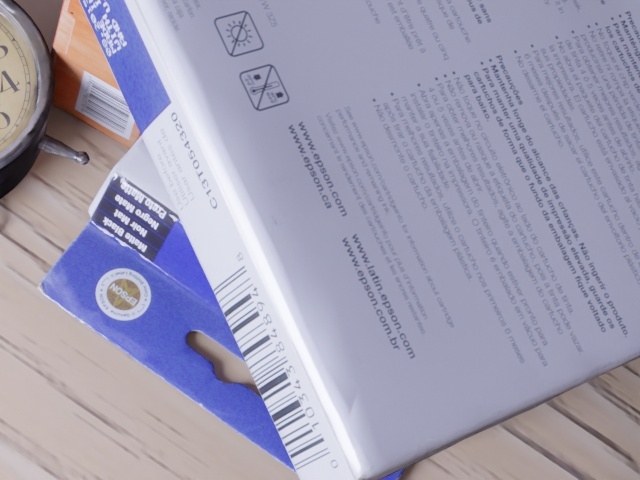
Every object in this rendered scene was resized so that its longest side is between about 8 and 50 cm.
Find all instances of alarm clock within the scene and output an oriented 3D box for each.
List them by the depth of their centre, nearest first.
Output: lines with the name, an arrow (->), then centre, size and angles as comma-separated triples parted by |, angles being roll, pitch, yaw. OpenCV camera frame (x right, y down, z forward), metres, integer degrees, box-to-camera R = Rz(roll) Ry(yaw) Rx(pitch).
alarm clock -> -0.217, -0.091, 1.035 | 0.129, 0.064, 0.192 | -28, 76, -24

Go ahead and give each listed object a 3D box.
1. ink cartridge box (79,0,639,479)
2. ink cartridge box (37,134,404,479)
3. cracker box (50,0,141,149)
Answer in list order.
ink cartridge box -> 0.070, -0.081, 0.961 | 0.330, 0.071, 0.324 | -20, 80, -31
ink cartridge box -> 0.000, 0.000, 1.059 | 0.223, 0.045, 0.224 | 34, 62, 3
cracker box -> -0.059, -0.181, 1.068 | 0.067, 0.156, 0.232 | 30, 62, 0
